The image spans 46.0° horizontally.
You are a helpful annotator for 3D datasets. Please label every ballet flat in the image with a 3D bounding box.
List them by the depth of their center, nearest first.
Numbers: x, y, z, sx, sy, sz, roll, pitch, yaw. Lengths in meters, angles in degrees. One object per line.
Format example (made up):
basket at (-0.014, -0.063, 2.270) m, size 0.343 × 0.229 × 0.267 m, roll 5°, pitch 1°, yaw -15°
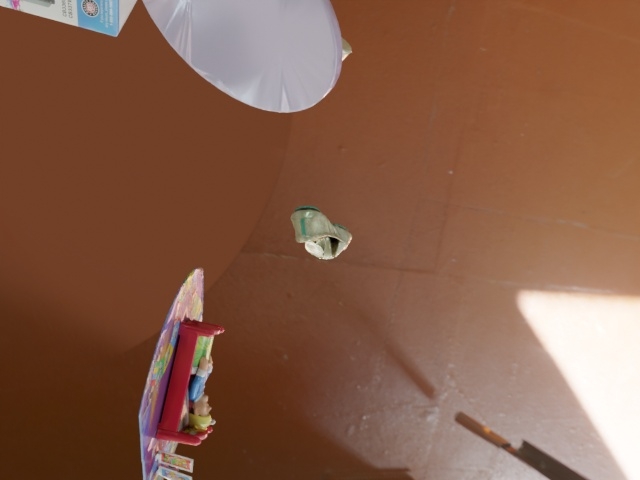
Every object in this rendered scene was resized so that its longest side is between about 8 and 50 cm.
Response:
ballet flat at (0.000, 0.000, 0.994) m, size 0.168 × 0.057 × 0.052 m, roll 31°, pitch 53°, yaw -66°

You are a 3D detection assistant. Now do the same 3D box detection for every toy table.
toy table at (-0.077, -0.283, 0.880) m, size 0.252 × 0.161 × 0.274 m, roll -30°, pitch 103°, yaw 27°

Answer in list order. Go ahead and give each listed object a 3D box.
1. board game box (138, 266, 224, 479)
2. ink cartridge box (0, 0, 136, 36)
board game box at (-0.088, 0.103, 0.531) m, size 0.033 × 0.133 × 0.169 m, roll 12°, pitch 133°, yaw 2°
ink cartridge box at (-0.400, -0.466, 1.107) m, size 0.270 × 0.198 × 0.197 m, roll 14°, pitch 51°, yaw -3°
